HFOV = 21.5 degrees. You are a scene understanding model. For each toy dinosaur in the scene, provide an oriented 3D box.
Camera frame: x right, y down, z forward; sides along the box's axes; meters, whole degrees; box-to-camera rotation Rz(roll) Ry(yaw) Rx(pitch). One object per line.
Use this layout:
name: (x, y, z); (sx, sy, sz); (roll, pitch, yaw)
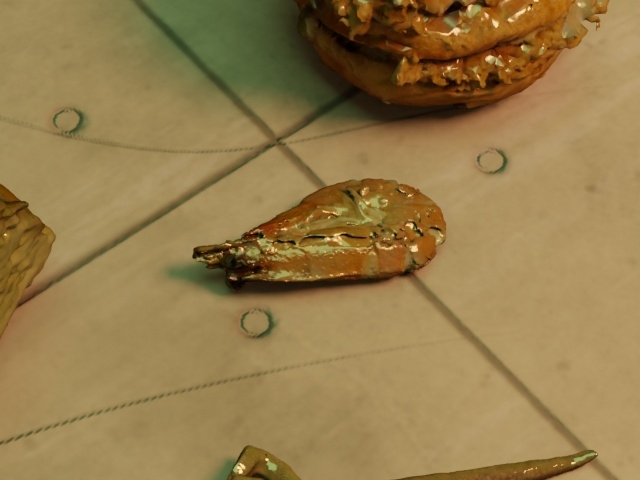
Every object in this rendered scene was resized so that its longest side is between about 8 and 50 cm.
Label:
toy dinosaur: (0.034, 0.184, 1.049); (0.199, 0.072, 0.251); (31, 48, 4)

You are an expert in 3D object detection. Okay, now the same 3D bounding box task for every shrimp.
shrimp: (0.000, 0.000, 1.178); (0.184, 0.043, 0.091); (-14, 51, -19)

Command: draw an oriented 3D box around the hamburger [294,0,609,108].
hamburger: (0.085, -0.218, 1.221); (0.260, 0.211, 0.245); (19, 61, 15)

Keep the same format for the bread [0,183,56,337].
bread: (-0.314, 0.004, 1.063); (0.252, 0.238, 0.196); (25, 96, 8)
